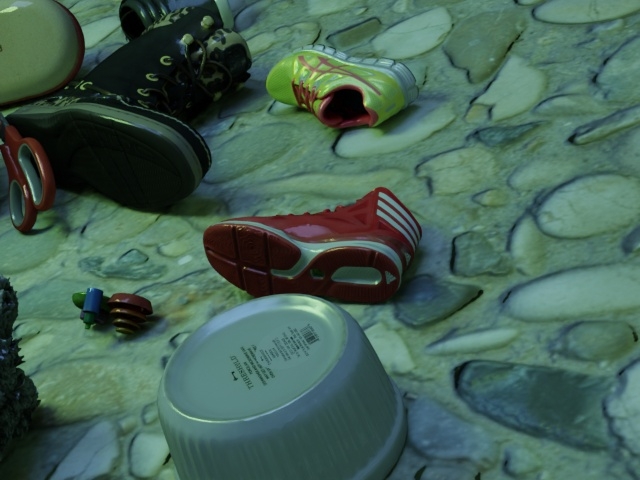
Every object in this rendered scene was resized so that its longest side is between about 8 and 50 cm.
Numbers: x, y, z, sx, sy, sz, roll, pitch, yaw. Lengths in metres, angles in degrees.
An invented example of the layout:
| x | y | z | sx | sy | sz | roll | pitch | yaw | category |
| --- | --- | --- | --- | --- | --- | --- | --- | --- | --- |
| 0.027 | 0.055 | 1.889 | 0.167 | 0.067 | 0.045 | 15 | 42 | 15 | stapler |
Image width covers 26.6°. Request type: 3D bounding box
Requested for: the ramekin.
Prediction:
| x | y | z | sx | sy | sz | roll | pitch | yaw | category |
| --- | --- | --- | --- | --- | --- | --- | --- | --- | --- |
| -0.039 | 0.136 | 1.141 | 0.207 | 0.109 | 0.207 | -15 | 31 | 9 | ramekin |

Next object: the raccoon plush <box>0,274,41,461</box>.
| x | y | z | sx | sy | sz | roll | pitch | yaw | category |
| --- | --- | --- | --- | --- | --- | --- | --- | --- | --- |
| -0.283 | 0.225 | 1.153 | 0.446 | 0.216 | 0.299 | 39 | 45 | 23 | raccoon plush |

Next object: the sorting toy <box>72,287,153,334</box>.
| x | y | z | sx | sy | sz | roll | pitch | yaw | category |
| --- | --- | --- | --- | --- | --- | --- | --- | --- | --- |
| -0.222 | 0.078 | 1.403 | 0.102 | 0.061 | 0.042 | -3 | 69 | 38 | sorting toy |

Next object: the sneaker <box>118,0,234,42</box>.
| x | y | z | sx | sy | sz | roll | pitch | yaw | category |
| --- | --- | --- | --- | --- | --- | --- | --- | --- | --- |
| -0.250 | -0.371 | 2.051 | 0.146 | 0.105 | 0.296 | -23 | 35 | -14 | sneaker |

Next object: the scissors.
| x | y | z | sx | sy | sz | roll | pitch | yaw | category |
| --- | --- | --- | --- | --- | --- | --- | --- | --- | --- |
| -0.389 | -0.140 | 1.693 | 0.021 | 0.109 | 0.297 | 0 | 51 | -35 | scissors |

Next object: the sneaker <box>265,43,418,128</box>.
| x | y | z | sx | sy | sz | roll | pitch | yaw | category |
| --- | --- | --- | --- | --- | --- | --- | --- | --- | --- |
| 0.009 | -0.178 | 1.631 | 0.208 | 0.081 | 0.094 | 7 | 43 | 37 | sneaker |

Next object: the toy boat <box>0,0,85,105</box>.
| x | y | z | sx | sy | sz | roll | pitch | yaw | category |
| --- | --- | --- | --- | --- | --- | --- | --- | --- | --- |
| -0.458 | -0.281 | 2.033 | 0.231 | 0.151 | 0.151 | -10 | 3 | 16 | toy boat |

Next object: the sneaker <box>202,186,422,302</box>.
| x | y | z | sx | sy | sz | roll | pitch | yaw | category |
| --- | --- | --- | --- | --- | --- | --- | --- | --- | --- |
| 0.000 | 0.000 | 1.377 | 0.221 | 0.087 | 0.128 | 12 | 33 | 23 | sneaker |

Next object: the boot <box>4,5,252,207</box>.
| x | y | z | sx | sy | sz | roll | pitch | yaw | category |
| --- | --- | --- | --- | --- | --- | --- | --- | --- | --- |
| -0.198 | -0.176 | 1.697 | 0.284 | 0.138 | 0.377 | -41 | 28 | -29 | boot |
